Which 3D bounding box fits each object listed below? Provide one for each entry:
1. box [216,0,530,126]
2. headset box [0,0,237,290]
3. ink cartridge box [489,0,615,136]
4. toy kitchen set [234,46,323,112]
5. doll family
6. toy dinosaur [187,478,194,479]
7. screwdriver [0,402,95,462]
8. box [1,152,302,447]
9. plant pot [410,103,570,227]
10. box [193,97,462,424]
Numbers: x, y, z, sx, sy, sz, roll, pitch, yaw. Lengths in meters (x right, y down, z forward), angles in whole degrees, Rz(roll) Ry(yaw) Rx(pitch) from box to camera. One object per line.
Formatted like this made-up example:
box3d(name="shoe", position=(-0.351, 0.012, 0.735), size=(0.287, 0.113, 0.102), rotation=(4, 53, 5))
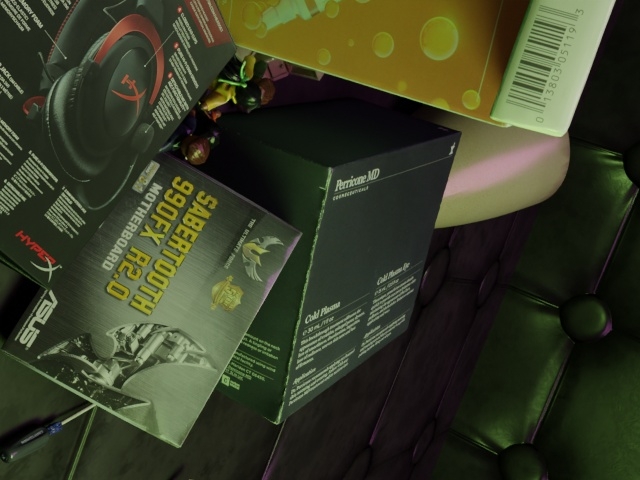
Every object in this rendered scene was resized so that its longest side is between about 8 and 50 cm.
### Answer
box3d(name="box", position=(0.065, -0.260, 0.678), size=(0.168, 0.345, 0.215), rotation=(-26, 132, -53))
box3d(name="headset box", position=(-0.196, -0.146, 0.549), size=(0.293, 0.110, 0.218), rotation=(-57, 152, -18))
box3d(name="ink cartridge box", position=(0.185, -0.171, 0.551), size=(0.225, 0.056, 0.181), rotation=(-34, 142, -72))
box3d(name="toy kitchen set", position=(-0.053, -0.187, 0.820), size=(0.083, 0.075, 0.068), rotation=(-60, 152, -23))
box3d(name="doll family", position=(-0.114, -0.128, 0.701), size=(0.193, 0.111, 0.076), rotation=(-51, 163, -25))
box3d(name="toy dinosaur", position=(-0.254, 0.437, 0.976), size=(0.268, 0.064, 0.118), rotation=(-67, 160, -4))
box3d(name="screwdriver", position=(-0.263, 0.189, 0.793), size=(0.170, 0.025, 0.024), rotation=(-21, 129, -55))
box3d(name="box", position=(-0.152, 0.047, 0.708), size=(0.231, 0.183, 0.056), rotation=(-60, -176, -12))
box3d(name="plant pot", position=(0.214, -0.125, 1.217), size=(0.274, 0.256, 0.256), rotation=(-28, 136, -30))
box3d(name="box", position=(0.000, 0.000, 0.955), size=(0.343, 0.179, 0.312), rotation=(-22, 131, -55))
